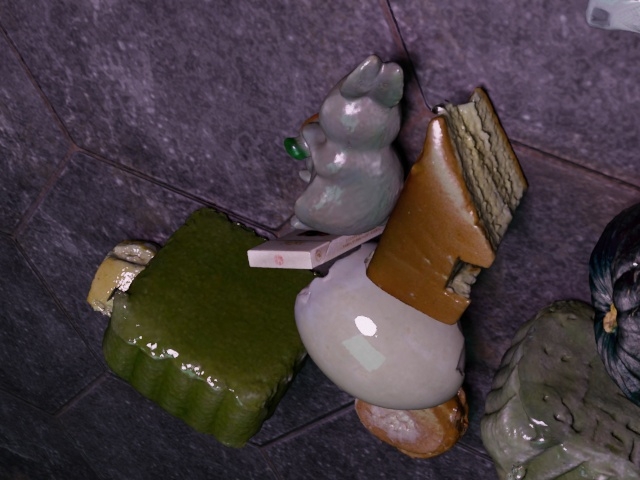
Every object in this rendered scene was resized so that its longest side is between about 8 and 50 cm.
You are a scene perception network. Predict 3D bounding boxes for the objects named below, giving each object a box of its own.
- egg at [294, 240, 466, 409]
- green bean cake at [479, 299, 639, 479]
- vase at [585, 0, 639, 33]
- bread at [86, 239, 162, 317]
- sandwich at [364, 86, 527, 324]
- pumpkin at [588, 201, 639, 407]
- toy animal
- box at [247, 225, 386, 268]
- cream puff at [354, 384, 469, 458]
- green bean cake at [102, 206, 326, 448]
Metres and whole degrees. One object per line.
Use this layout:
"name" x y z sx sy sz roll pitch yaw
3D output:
"egg" 0.082 0.114 1.157 0.217 0.183 0.183 51 141 5
"green bean cake" 0.300 0.196 1.062 0.227 0.222 0.125 30 142 0
"vase" 0.330 -0.180 0.764 0.219 0.096 0.096 22 140 20
"bread" -0.277 0.047 1.426 0.103 0.156 0.110 22 107 5
"sandwich" 0.145 -0.037 1.013 0.128 0.122 0.236 30 141 9
"pumpkin" 0.345 0.060 0.896 0.162 0.220 0.220 -10 132 -2
"toy animal" 0.043 -0.117 1.018 0.125 0.127 0.251 61 149 30
"box" 0.000 0.000 1.123 0.090 0.167 0.024 0 105 35
"cream puff" 0.128 0.214 1.287 0.165 0.115 0.150 48 133 -1
"green bean cake" -0.134 0.114 1.263 0.247 0.250 0.156 31 140 4
